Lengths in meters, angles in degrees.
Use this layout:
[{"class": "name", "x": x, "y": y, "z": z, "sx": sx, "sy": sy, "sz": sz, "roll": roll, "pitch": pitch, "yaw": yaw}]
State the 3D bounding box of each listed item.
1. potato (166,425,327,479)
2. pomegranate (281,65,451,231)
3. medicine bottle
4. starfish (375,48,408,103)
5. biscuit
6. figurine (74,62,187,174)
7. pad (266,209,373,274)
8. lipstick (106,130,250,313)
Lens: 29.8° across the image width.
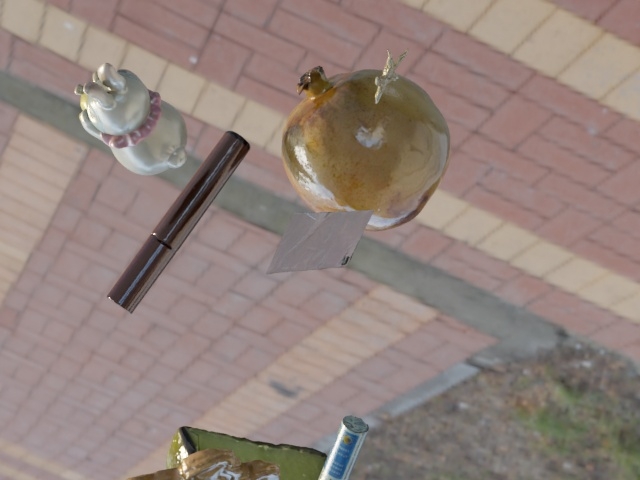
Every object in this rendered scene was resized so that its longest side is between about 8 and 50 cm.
[{"class": "potato", "x": -0.140, "y": 0.545, "z": 2.318, "sx": 0.330, "sy": 0.280, "sz": 0.213, "roll": 13, "pitch": 126, "yaw": -23}, {"class": "pomegranate", "x": 0.069, "y": -0.170, "z": 2.113, "sx": 0.319, "sy": 0.319, "sz": 0.319, "roll": 16, "pitch": 152, "yaw": 8}, {"class": "medicine bottle", "x": 0.031, "y": 0.398, "z": 2.110, "sx": 0.051, "sy": 0.051, "sz": 0.191, "roll": 21, "pitch": 112, "yaw": -2}, {"class": "starfish", "x": 0.086, "y": -0.214, "z": 1.589, "sx": 0.016, "sy": 0.092, "sz": 0.086, "roll": 30, "pitch": 115, "yaw": 13}, {"class": "biscuit", "x": -0.190, "y": 0.426, "z": 1.937, "sx": 0.269, "sy": 0.051, "sz": 0.376, "roll": -4, "pitch": 148, "yaw": -15}, {"class": "figurine", "x": -0.310, "y": -0.208, "z": 1.854, "sx": 0.155, "sy": 0.127, "sz": 0.235, "roll": 49, "pitch": 180, "yaw": 39}, {"class": "pad", "x": 0.000, "y": 0.000, "z": 1.872, "sx": 0.187, "sy": 0.113, "sz": 0.006, "roll": -5, "pitch": -142, "yaw": -47}, {"class": "lipstick", "x": -0.239, "y": -0.034, "z": 2.048, "sx": 0.057, "sy": 0.357, "sz": 0.057, "roll": 33, "pitch": 169, "yaw": 7}]
